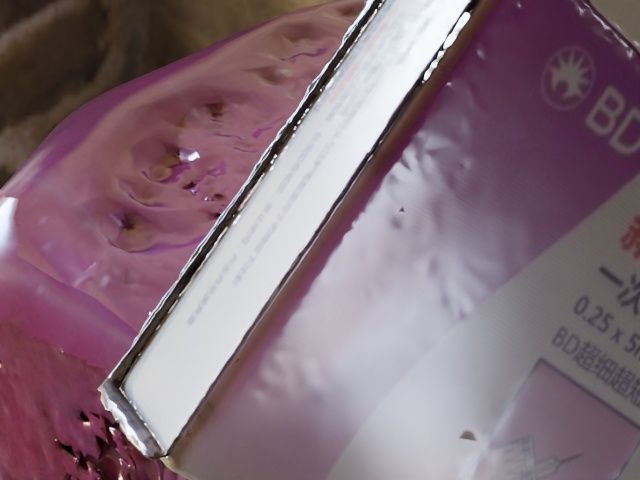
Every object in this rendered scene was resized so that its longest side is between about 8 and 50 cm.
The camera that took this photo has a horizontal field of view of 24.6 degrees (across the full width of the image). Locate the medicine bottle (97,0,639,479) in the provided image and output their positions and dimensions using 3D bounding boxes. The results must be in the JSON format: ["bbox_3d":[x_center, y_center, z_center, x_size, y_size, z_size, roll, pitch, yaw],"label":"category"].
[{"bbox_3d":[0.072,0.023,0.381,0.201,0.171,0.052,35,2,-27],"label":"medicine bottle"}]

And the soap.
[{"bbox_3d":[0.000,0.000,0.637,0.220,0.127,0.325,26,38,35],"label":"soap"}]
